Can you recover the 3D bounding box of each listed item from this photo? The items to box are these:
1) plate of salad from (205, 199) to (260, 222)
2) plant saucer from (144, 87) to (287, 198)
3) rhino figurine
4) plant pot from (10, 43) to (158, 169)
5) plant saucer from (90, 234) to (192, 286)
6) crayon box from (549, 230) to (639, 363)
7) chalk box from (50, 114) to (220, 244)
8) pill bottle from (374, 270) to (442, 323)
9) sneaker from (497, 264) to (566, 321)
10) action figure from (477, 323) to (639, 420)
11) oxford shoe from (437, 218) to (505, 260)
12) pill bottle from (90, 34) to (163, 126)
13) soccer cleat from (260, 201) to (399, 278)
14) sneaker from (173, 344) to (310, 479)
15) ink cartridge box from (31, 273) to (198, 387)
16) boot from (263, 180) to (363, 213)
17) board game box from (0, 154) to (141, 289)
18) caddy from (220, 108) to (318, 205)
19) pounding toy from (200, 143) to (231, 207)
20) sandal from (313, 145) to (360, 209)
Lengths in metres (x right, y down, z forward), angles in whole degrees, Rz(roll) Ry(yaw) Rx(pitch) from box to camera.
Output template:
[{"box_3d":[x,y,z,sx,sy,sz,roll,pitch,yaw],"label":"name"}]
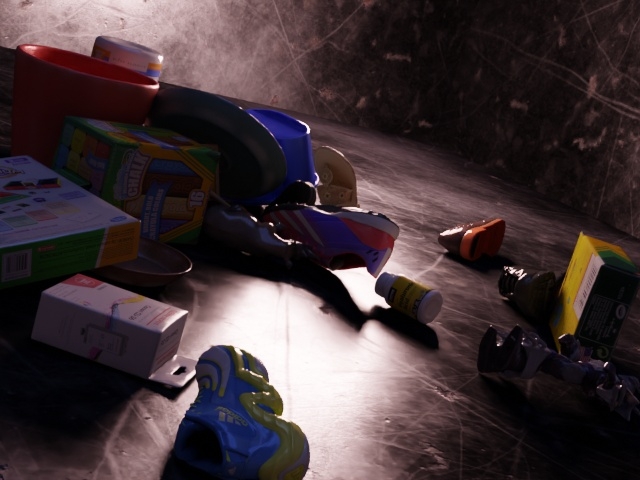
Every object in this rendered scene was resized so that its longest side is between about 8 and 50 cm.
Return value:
[{"box_3d":[-0.217,-0.071,2.124,0.200,0.048,0.200,16,14,-4],"label":"plate of salad"},{"box_3d":[-0.221,-0.181,2.094,0.318,0.043,0.317,18,-31,11],"label":"plant saucer"},{"box_3d":[-0.112,-0.004,1.931,0.243,0.073,0.106,22,10,15],"label":"rhino figurine"},{"box_3d":[-0.470,-0.221,1.995,0.275,0.243,0.275,16,13,-4],"label":"plant pot"},{"box_3d":[-0.302,0.030,1.629,0.199,0.036,0.198,17,14,-4],"label":"plant saucer"},{"box_3d":[0.509,0.111,1.953,0.081,0.202,0.318,18,14,3],"label":"crayon box"},{"box_3d":[-0.355,-0.107,1.810,0.289,0.179,0.180,3,18,-45],"label":"chalk box"},{"box_3d":[0.155,0.098,1.859,0.116,0.065,0.065,26,16,36],"label":"pill bottle"},{"box_3d":[0.423,0.100,2.149,0.130,0.109,0.286,15,2,20],"label":"sneaker"},{"box_3d":[0.402,0.206,1.668,0.285,0.099,0.185,16,4,-20],"label":"action figure"},{"box_3d":[0.377,-0.014,2.544,0.098,0.096,0.271,17,12,28],"label":"oxford shoe"},{"box_3d":[-0.444,-0.293,2.252,0.152,0.272,0.152,17,13,-4],"label":"pill bottle"},{"box_3d":[0.000,0.000,2.010,0.318,0.116,0.109,6,-21,36],"label":"soccer cleat"},{"box_3d":[-0.111,0.182,1.131,0.126,0.091,0.240,7,17,-34],"label":"sneaker"},{"box_3d":[-0.242,0.111,1.301,0.198,0.067,0.115,19,13,6],"label":"ink cartridge box"},{"box_3d":[0.007,-0.059,2.187,0.209,0.076,0.190,13,-21,-30],"label":"boot"},{"box_3d":[-0.459,-0.037,1.547,0.242,0.064,0.317,-13,31,-44],"label":"board game box"},{"box_3d":[-0.150,-0.174,2.360,0.241,0.179,0.341,-15,26,-25],"label":"caddy"},{"box_3d":[-0.240,-0.115,2.005,0.100,0.141,0.130,1,5,36],"label":"pounding toy"},{"box_3d":[0.036,-0.093,2.289,0.088,0.240,0.079,1,48,21],"label":"sandal"}]
